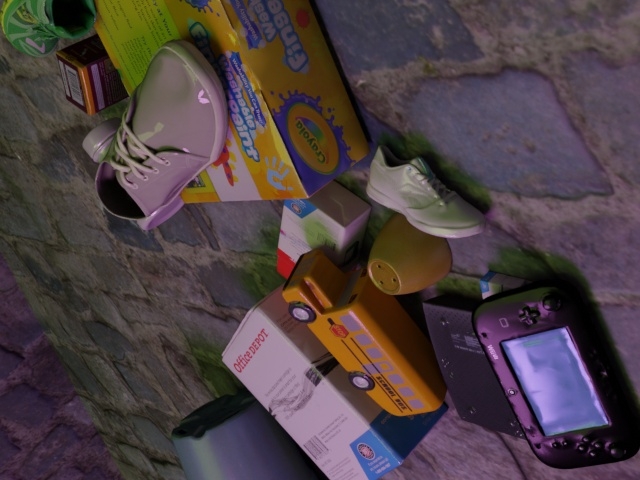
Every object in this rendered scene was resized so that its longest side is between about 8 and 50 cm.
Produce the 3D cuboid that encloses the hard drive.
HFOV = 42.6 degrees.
[{"bbox_3d":[0.273,0.206,1.358,0.172,0.054,0.255,8,126,47],"label":"hard drive"}]

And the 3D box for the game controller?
[{"bbox_3d":[0.350,0.205,1.221,0.166,0.067,0.319,-22,105,21],"label":"game controller"}]

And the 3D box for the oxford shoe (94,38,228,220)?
[{"bbox_3d":[-0.265,-0.151,1.310,0.169,0.130,0.449,52,147,3],"label":"oxford shoe"}]

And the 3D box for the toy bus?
[{"bbox_3d":[0.082,0.158,1.414,0.130,0.108,0.333,-18,121,40],"label":"toy bus"}]

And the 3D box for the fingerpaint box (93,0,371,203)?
[{"bbox_3d":[-0.166,-0.292,1.321,0.371,0.163,0.445,0,122,51],"label":"fingerpaint box"}]

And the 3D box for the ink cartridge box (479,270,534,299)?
[{"bbox_3d":[0.287,0.081,1.247,0.083,0.028,0.048,13,131,43],"label":"ink cartridge box"}]

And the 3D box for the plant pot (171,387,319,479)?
[{"bbox_3d":[-0.189,0.567,2.029,0.341,0.341,0.334,-15,101,54],"label":"plant pot"}]

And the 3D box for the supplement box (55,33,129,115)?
[{"bbox_3d":[-0.381,-0.326,1.520,0.080,0.188,0.104,34,142,28],"label":"supplement box"}]

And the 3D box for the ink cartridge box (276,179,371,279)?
[{"bbox_3d":[0.000,0.000,1.469,0.134,0.078,0.231,36,143,20],"label":"ink cartridge box"}]

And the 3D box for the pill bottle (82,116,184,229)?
[{"bbox_3d":[-0.401,-0.146,1.764,0.229,0.131,0.131,50,146,4],"label":"pill bottle"}]

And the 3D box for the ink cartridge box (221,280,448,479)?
[{"bbox_3d":[0.014,0.284,1.637,0.395,0.166,0.285,46,146,7],"label":"ink cartridge box"}]

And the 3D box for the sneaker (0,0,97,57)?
[{"bbox_3d":[-0.440,-0.367,1.336,0.124,0.109,0.295,57,148,0],"label":"sneaker"}]

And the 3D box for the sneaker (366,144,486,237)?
[{"bbox_3d":[0.155,-0.077,1.225,0.212,0.080,0.094,29,128,33],"label":"sneaker"}]

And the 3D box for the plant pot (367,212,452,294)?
[{"bbox_3d":[0.131,0.034,1.330,0.134,0.095,0.134,31,141,29],"label":"plant pot"}]
